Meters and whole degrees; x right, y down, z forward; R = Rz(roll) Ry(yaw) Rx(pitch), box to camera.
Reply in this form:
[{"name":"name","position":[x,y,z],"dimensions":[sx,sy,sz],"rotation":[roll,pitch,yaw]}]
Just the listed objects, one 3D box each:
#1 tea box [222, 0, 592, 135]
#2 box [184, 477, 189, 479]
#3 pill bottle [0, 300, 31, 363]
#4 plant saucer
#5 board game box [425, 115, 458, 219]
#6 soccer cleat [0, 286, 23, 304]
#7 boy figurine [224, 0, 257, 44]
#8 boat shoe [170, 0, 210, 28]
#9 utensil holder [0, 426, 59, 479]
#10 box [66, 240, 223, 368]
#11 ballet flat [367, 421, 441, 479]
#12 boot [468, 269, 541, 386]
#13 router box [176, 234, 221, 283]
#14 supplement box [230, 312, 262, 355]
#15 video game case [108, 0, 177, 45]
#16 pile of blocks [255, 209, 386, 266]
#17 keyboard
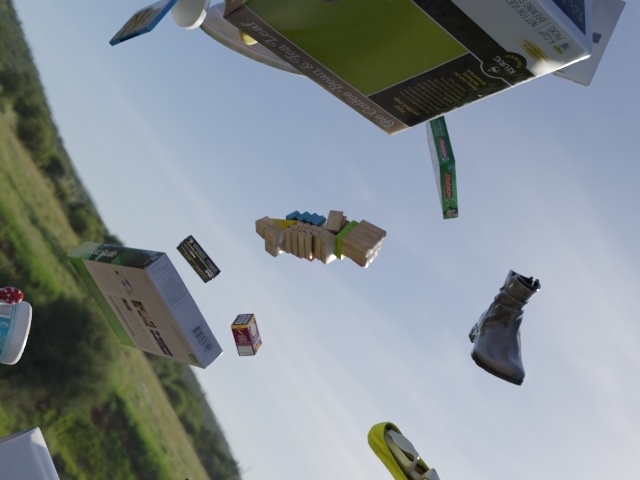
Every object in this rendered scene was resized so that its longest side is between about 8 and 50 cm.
[{"name":"tea box","position":[0.112,-0.335,1.099],"dimensions":[0.324,0.220,0.329],"rotation":[-18,-34,39]},{"name":"box","position":[-0.301,0.634,1.782],"dimensions":[0.163,0.142,0.247],"rotation":[44,24,0]},{"name":"pill bottle","position":[-0.787,0.180,1.951],"dimensions":[0.146,0.264,0.146],"rotation":[-45,-143,48]},{"name":"plant saucer","position":[-0.124,-0.552,2.322],"dimensions":[0.400,0.401,0.100],"rotation":[46,-58,44]},{"name":"board game box","position":[0.331,-0.245,2.440],"dimensions":[0.213,0.046,0.317],"rotation":[77,6,-47]},{"name":"soccer cleat","position":[-0.510,0.088,1.392],"dimensions":[0.036,0.083,0.029],"rotation":[1,-87,37]},{"name":"boy figurine","position":[-0.128,-0.456,1.624],"dimensions":[0.177,0.092,0.285],"rotation":[41,-11,25]},{"name":"boat shoe","position":[-0.283,-0.636,2.062],"dimensions":[0.105,0.113,0.306],"rotation":[13,74,-66]},{"name":"utensil holder","position":[-0.662,0.615,1.807],"dimensions":[0.327,0.328,0.385],"rotation":[148,-77,-76]},{"name":"box","position":[-0.341,0.117,1.689],"dimensions":[0.322,0.058,0.232],"rotation":[5,-52,48]},{"name":"ballet flat","position":[0.177,0.437,1.669],"dimensions":[0.231,0.077,0.077],"rotation":[50,-44,15]},{"name":"boot","position":[0.458,0.195,2.136],"dimensions":[0.118,0.222,0.338],"rotation":[25,15,-11]},{"name":"router box","position":[-0.304,0.047,2.200],"dimensions":[0.122,0.038,0.092],"rotation":[51,-16,-4]},{"name":"supplement box","position":[-0.170,0.217,2.030],"dimensions":[0.055,0.043,0.083],"rotation":[-61,142,-59]},{"name":"video game case","position":[-0.393,-0.491,1.970],"dimensions":[0.166,0.119,0.015],"rotation":[-3,-43,47]},{"name":"pile of blocks","position":[0.000,0.000,2.469],"dimensions":[0.149,0.362,0.112],"rotation":[-71,167,-46]},{"name":"keyboard","position":[0.520,-0.392,1.703],"dimensions":[0.072,0.256,0.014],"rotation":[26,-30,9]}]
